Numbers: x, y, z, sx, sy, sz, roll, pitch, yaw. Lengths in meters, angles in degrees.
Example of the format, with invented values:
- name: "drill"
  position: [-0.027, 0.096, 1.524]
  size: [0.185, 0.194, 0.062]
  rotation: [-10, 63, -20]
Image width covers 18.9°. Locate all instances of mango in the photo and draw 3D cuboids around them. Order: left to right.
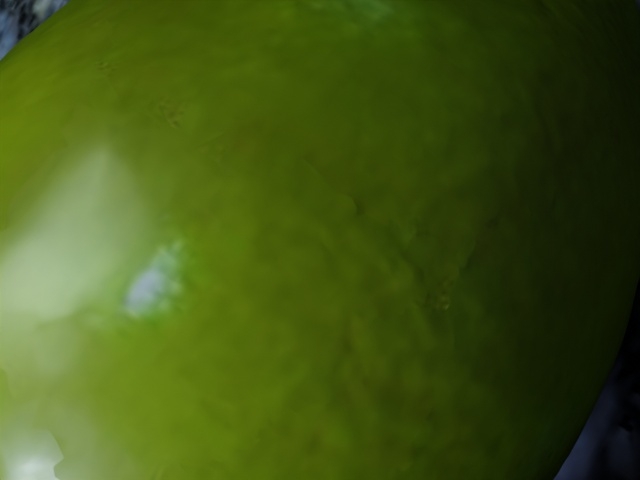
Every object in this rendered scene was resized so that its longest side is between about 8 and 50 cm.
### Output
- name: "mango"
  position: [-0.005, 0.007, 0.459]
  size: [0.185, 0.149, 0.273]
  rotation: [-59, -6, 25]
